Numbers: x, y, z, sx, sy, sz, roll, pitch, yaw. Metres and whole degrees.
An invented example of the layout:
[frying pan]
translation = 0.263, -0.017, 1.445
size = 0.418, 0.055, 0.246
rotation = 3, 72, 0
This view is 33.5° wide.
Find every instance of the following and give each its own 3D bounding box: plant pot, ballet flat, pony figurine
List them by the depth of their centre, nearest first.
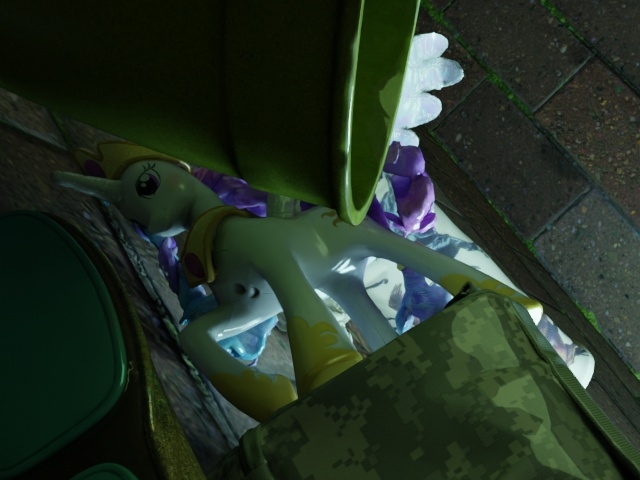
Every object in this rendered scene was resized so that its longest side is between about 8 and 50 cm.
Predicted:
[ballet flat]
translation = -0.114, 0.130, 0.566
size = 0.123, 0.123, 0.348
rotation = 28, 22, -49
[plant pot]
translation = -0.115, -0.222, 0.687
size = 0.353, 0.366, 0.366
rotation = 11, 12, 8
[pony figurine]
translation = 0.000, 0.000, 0.882
size = 0.351, 0.303, 0.363
rotation = -11, 39, -36

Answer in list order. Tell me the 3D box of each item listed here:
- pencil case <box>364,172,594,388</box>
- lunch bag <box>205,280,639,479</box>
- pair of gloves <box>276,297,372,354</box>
[pencil case]
translation = 0.135, 0.063, 1.303
size = 0.410, 0.160, 0.183
rotation = 42, -21, -10
[lunch bag]
translation = 0.093, 0.206, 0.606
size = 0.212, 0.256, 0.305
rotation = 24, 26, -54
[pair of gloves]
translation = 0.040, 0.117, 1.132
size = 0.240, 0.042, 0.204
rotation = 48, 15, 12
